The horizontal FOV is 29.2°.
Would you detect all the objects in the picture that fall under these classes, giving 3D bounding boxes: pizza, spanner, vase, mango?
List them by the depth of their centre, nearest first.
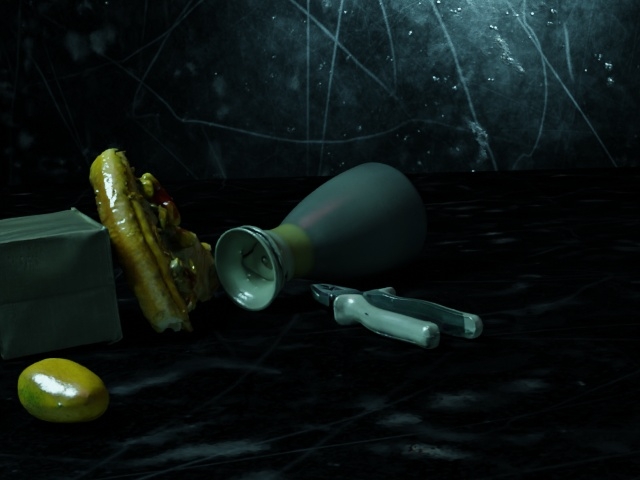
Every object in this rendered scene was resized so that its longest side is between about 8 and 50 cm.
[{"bbox_3d":[-0.252,0.150,1.211,0.079,0.057,0.114,-1,8,-39],"label":"mango"},{"bbox_3d":[0.073,0.088,1.537,0.095,0.040,0.325,-8,11,-29],"label":"spanner"},{"bbox_3d":[-0.198,0.037,1.627,0.074,0.288,0.251,-28,45,12],"label":"pizza"},{"bbox_3d":[0.000,0.000,1.777,0.173,0.173,0.321,3,16,39],"label":"vase"}]

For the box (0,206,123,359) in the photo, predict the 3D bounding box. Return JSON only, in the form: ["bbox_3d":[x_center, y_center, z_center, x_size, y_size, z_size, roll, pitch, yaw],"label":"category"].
[{"bbox_3d":[-0.358,0.053,1.589,0.149,0.155,0.231,-10,11,-19],"label":"box"}]
